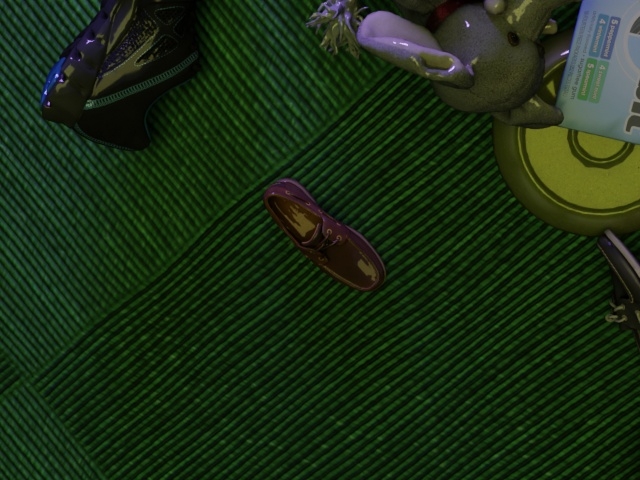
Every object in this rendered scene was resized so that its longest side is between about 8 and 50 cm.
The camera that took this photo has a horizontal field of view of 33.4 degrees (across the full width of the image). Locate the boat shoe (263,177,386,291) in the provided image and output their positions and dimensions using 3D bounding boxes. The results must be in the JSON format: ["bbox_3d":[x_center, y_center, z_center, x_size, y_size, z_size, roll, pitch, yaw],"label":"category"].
[{"bbox_3d":[0.000,-0.001,1.254,0.178,0.060,0.064,42,106,2],"label":"boat shoe"}]

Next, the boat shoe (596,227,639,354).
[{"bbox_3d":[0.352,0.085,1.185,0.065,0.075,0.206,-30,98,14],"label":"boat shoe"}]

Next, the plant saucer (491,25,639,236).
[{"bbox_3d":[0.309,-0.119,1.175,0.241,0.037,0.241,2,101,12],"label":"plant saucer"}]

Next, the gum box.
[{"bbox_3d":[0.350,-0.176,1.113,0.184,0.041,0.157,15,103,9],"label":"gum box"}]

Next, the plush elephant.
[{"bbox_3d":[0.154,-0.244,1.053,0.330,0.272,0.255,-50,64,26],"label":"plush elephant"}]

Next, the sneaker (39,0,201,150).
[{"bbox_3d":[-0.188,-0.263,1.237,0.140,0.125,0.341,29,104,-23],"label":"sneaker"}]
